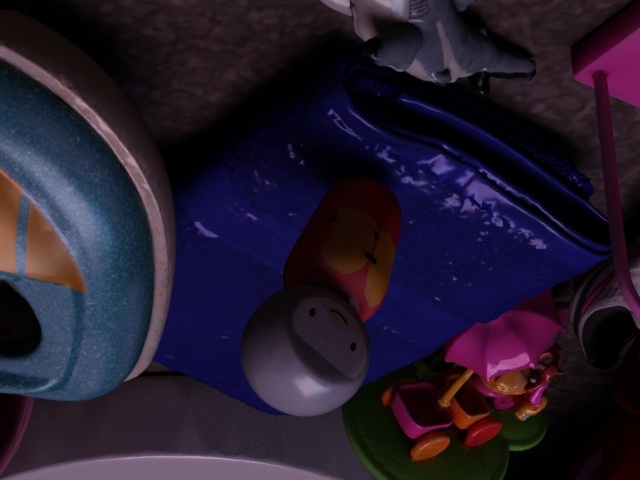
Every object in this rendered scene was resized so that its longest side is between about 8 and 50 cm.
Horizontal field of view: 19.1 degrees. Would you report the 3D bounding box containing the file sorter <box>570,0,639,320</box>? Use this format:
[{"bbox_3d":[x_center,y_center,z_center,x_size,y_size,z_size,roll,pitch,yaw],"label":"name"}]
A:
[{"bbox_3d":[0.306,-0.063,0.968,0.202,0.182,0.290,18,144,-30],"label":"file sorter"}]

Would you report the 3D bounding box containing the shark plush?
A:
[{"bbox_3d":[0.070,-0.113,1.004,0.161,0.073,0.067,30,107,-35],"label":"shark plush"}]

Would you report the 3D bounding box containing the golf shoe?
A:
[{"bbox_3d":[0.224,0.016,1.194,0.067,0.086,0.186,14,145,-22],"label":"golf shoe"}]

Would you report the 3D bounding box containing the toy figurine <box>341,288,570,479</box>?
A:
[{"bbox_3d":[0.122,0.084,1.300,0.173,0.130,0.159,-8,147,-34],"label":"toy figurine"}]

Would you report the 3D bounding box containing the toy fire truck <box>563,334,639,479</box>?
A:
[{"bbox_3d":[0.291,0.118,1.182,0.169,0.302,0.254,34,142,-2],"label":"toy fire truck"}]

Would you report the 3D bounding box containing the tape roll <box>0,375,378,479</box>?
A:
[{"bbox_3d":[-0.120,0.224,1.545,0.392,0.072,0.392,-1,150,0],"label":"tape roll"}]

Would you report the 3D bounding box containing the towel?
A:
[{"bbox_3d":[0.000,0.000,1.180,0.227,0.076,0.308,29,139,-30],"label":"towel"}]

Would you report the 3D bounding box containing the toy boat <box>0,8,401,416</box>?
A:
[{"bbox_3d":[-0.116,0.007,1.034,0.318,0.148,0.267,9,136,15],"label":"toy boat"}]

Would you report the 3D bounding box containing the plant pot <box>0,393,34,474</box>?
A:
[{"bbox_3d":[-0.308,0.089,1.211,0.201,0.201,0.180,19,160,-31],"label":"plant pot"}]
